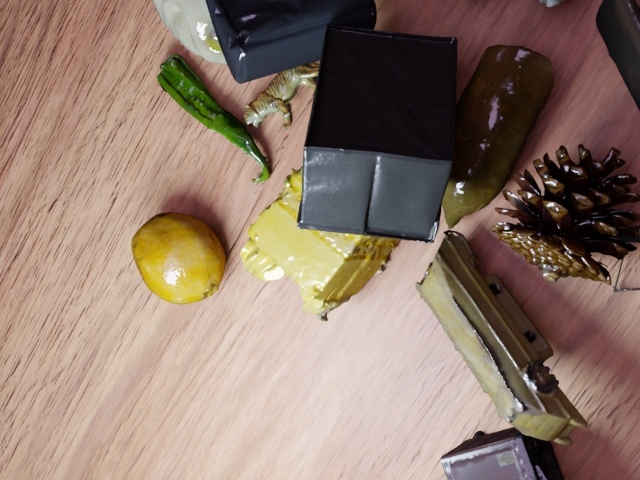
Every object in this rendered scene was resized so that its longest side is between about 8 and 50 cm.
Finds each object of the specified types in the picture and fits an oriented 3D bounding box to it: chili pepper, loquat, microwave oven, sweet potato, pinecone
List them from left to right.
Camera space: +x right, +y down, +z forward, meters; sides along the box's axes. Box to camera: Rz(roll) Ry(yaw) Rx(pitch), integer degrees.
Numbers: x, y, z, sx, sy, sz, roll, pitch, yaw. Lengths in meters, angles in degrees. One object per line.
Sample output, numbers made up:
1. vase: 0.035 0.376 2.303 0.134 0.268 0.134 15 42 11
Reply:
1. loquat: -0.309 0.034 2.082 0.234 0.187 0.176 49 121 25
2. chili pepper: -0.234 -0.266 2.100 0.085 0.076 0.359 -47 72 16
3. sweet potato: 0.308 -0.184 1.800 0.157 0.158 0.370 25 102 22
4. microwave oven: 0.365 0.472 1.783 0.188 0.178 0.247 -23 82 23
5. pinecone: 0.447 -0.049 1.697 0.264 0.264 0.264 1 93 26

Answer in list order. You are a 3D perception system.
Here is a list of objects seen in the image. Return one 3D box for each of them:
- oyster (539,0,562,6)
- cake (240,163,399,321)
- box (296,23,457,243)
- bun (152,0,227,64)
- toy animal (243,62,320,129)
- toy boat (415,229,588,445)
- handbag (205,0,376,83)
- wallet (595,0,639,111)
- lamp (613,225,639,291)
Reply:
1. oyster: 0.438 -0.573 1.730 0.162 0.158 0.351 -4 73 52
2. cake: 0.000 0.000 1.917 0.227 0.222 0.286 42 109 20
3. box: 0.104 -0.198 1.732 0.251 0.204 0.345 7 51 1
4. bun: -0.207 -0.552 1.993 0.365 0.219 0.365 3 98 26
5. toy animal: -0.070 -0.314 2.026 0.241 0.057 0.099 -47 73 21
6. toy boat: 0.332 0.183 1.784 0.445 0.162 0.136 59 144 30
7. handbag: -0.078 -0.465 1.857 0.301 0.178 0.275 -20 70 -14
8. wallet: 0.562 -0.289 1.657 0.042 0.165 0.310 -23 75 4
9. lamp: 0.559 0.034 1.754 0.054 0.041 0.121 -1 89 34
